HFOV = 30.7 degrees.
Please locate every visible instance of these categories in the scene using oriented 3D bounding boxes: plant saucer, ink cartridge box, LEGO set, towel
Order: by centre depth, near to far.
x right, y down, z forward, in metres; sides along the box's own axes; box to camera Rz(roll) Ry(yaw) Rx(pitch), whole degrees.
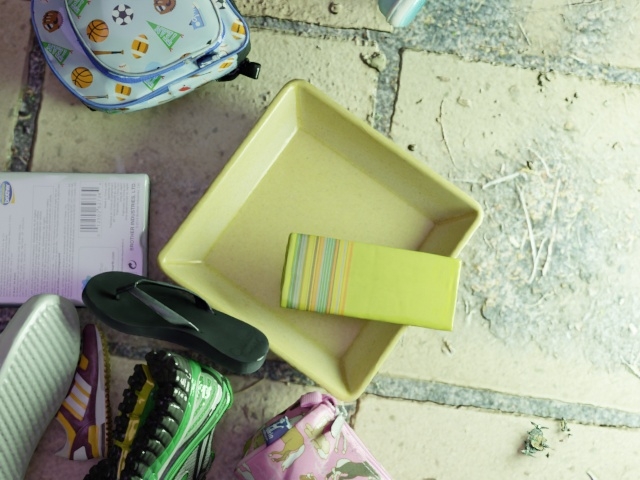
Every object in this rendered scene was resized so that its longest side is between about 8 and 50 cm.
[{"bbox_3d":[0.066,0.056,1.566,0.237,0.021,0.102,9,87,-3],"label":"towel"},{"bbox_3d":[-0.392,0.000,1.606,0.311,0.065,0.185,1,82,-5],"label":"ink cartridge box"},{"bbox_3d":[0.000,0.000,1.618,0.333,0.081,0.332,36,83,2],"label":"plant saucer"},{"bbox_3d":[0.311,0.277,1.628,0.083,0.023,0.054,-5,84,-17],"label":"LEGO set"}]

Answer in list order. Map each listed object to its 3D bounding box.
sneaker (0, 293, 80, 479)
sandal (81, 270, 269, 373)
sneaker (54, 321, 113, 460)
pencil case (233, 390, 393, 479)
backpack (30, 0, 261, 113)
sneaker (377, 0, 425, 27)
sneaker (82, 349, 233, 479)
[{"bbox_3d":[-0.446,0.226,1.528,0.150,0.135,0.366,20,84,32],"label":"sneaker"},{"bbox_3d":[-0.185,0.092,1.525,0.255,0.054,0.097,20,38,1],"label":"sandal"},{"bbox_3d":[-0.327,0.204,1.577,0.084,0.069,0.185,-3,80,-4],"label":"sneaker"},{"bbox_3d":[0.059,0.383,1.529,0.160,0.167,0.386,-38,86,-32],"label":"pencil case"},{"bbox_3d":[-0.253,-0.298,1.592,0.263,0.213,0.276,-29,87,4],"label":"backpack"},{"bbox_3d":[0.108,-0.470,1.670,0.208,0.127,0.319,28,72,-1],"label":"sneaker"},{"bbox_3d":[-0.213,0.320,1.536,0.146,0.134,0.343,21,98,-42],"label":"sneaker"}]
